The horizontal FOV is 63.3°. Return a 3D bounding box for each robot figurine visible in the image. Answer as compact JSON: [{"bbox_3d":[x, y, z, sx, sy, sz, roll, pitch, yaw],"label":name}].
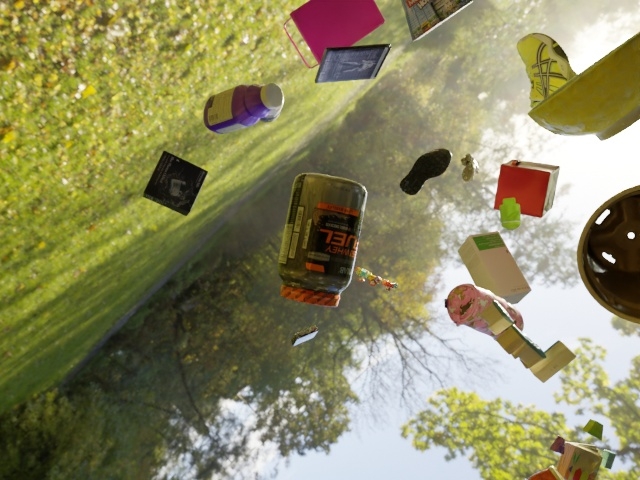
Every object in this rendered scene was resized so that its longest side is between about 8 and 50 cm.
[{"bbox_3d":[0.653,-0.088,1.786,0.067,0.115,0.101,-5,179,16],"label":"robot figurine"}]

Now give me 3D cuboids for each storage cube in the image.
[{"bbox_3d":[0.835,-0.212,2.100,0.184,0.193,0.214,-23,121,-51],"label":"storage cube"}]

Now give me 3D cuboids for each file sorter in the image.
[{"bbox_3d":[0.039,-0.790,1.887,0.291,0.202,0.182,-37,-161,-8],"label":"file sorter"}]

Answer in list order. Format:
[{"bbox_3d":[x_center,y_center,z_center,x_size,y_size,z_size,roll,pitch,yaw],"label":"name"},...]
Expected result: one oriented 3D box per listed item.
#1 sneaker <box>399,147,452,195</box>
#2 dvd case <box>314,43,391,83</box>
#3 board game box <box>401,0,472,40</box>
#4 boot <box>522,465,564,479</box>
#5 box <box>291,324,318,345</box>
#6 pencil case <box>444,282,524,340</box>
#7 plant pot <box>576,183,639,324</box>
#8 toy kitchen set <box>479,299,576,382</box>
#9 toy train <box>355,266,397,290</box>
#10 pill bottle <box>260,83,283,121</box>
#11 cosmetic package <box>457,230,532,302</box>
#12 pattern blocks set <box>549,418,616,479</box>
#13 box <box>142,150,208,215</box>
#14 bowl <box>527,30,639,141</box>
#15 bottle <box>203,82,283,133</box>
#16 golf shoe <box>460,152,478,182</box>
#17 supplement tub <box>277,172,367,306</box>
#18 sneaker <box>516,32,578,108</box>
[{"bbox_3d":[0.418,-0.297,2.028,0.124,0.107,0.283,-53,-173,-33],"label":"sneaker"},{"bbox_3d":[0.103,-0.575,1.688,0.221,0.018,0.164,-9,163,-16],"label":"dvd case"},{"bbox_3d":[0.315,-0.735,1.541,0.194,0.194,0.060,-26,-170,38],"label":"board game box"},{"bbox_3d":[0.446,0.496,0.958,0.085,0.059,0.158,-37,-145,7],"label":"boot"},{"bbox_3d":[-0.065,0.383,2.085,0.094,0.027,0.137,-21,163,-17],"label":"box"},{"bbox_3d":[0.671,0.300,2.101,0.167,0.386,0.160,-38,-135,33],"label":"pencil case"},{"bbox_3d":[0.810,0.010,1.304,0.334,0.334,0.305,-43,174,21],"label":"plant pot"},{"bbox_3d":[0.591,0.271,1.492,0.122,0.207,0.166,-45,-156,14],"label":"toy kitchen set"},{"bbox_3d":[0.209,0.156,2.016,0.125,0.166,0.046,21,92,-55],"label":"toy train"},{"bbox_3d":[-0.196,-0.518,1.950,0.112,0.112,0.187,-44,-174,-8],"label":"pill bottle"},{"bbox_3d":[0.882,0.150,2.651,0.197,0.365,0.155,-9,148,-20],"label":"cosmetic package"},{"bbox_3d":[0.657,0.597,1.336,0.026,0.325,0.285,15,-110,55],"label":"pattern blocks set"},{"bbox_3d":[-0.475,-0.186,1.702,0.093,0.158,0.155,-14,-127,68],"label":"box"},{"bbox_3d":[0.640,-0.320,1.169,0.289,0.156,0.289,-37,179,-1],"label":"bowl"},{"bbox_3d":[-0.222,-0.382,1.479,0.283,0.118,0.092,-3,168,44],"label":"bottle"},{"bbox_3d":[0.680,-0.315,2.319,0.069,0.086,0.176,-43,-155,43],"label":"golf shoe"},{"bbox_3d":[0.000,0.000,1.416,0.207,0.207,0.337,171,-70,-86],"label":"supplement tub"},{"bbox_3d":[0.705,-0.498,1.619,0.147,0.384,0.145,-29,148,14],"label":"sneaker"}]
